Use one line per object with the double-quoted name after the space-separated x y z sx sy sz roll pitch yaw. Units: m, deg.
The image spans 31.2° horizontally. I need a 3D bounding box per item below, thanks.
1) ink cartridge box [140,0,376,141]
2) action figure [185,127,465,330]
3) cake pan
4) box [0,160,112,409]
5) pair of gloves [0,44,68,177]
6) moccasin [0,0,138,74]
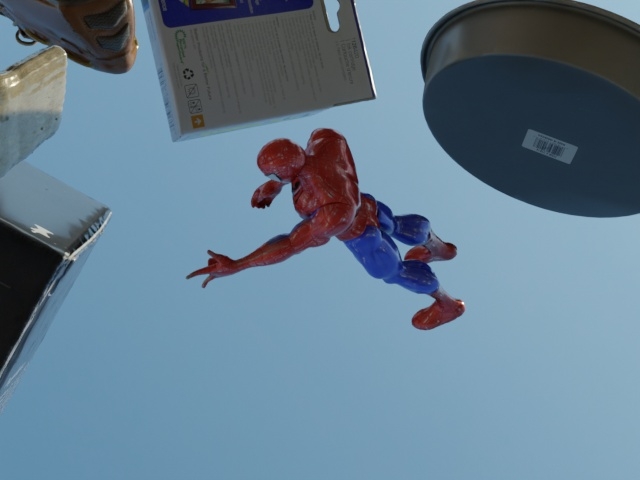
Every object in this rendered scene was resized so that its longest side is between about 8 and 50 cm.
-0.099 -0.319 1.664 0.307 0.072 0.303 -13 -90 -24 "ink cartridge box"
0.000 0.000 0.865 0.139 0.280 0.091 -17 -118 19 "action figure"
0.223 -0.113 1.081 0.293 0.293 0.054 19 -114 14 "cake pan"
-0.551 0.075 1.189 0.480 0.297 0.472 30 -80 -7 "box"
-0.220 -0.115 0.683 0.042 0.240 0.204 20 -139 12 "pair of gloves"
-0.349 -0.313 1.506 0.139 0.147 0.380 -35 -138 -27 "moccasin"
